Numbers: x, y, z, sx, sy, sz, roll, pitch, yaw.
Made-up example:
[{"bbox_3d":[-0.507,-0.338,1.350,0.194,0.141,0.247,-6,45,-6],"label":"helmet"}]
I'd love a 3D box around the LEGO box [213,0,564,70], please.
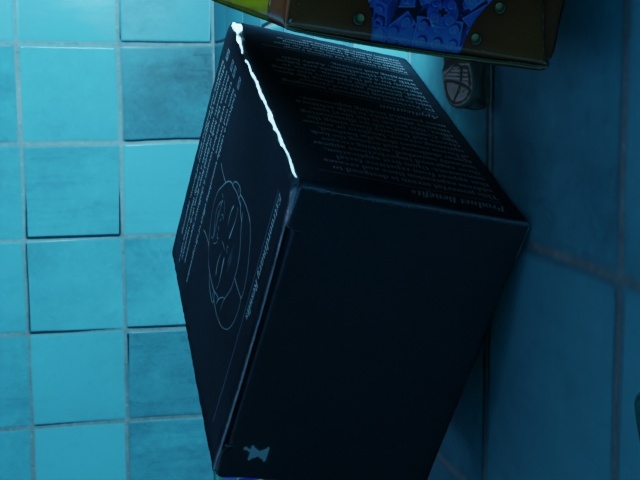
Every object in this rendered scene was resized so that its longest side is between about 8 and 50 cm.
[{"bbox_3d":[0.041,-0.359,0.904,0.500,0.193,0.372,-131,49,-71],"label":"LEGO box"}]

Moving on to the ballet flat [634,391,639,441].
[{"bbox_3d":[0.213,0.165,0.600,0.070,0.070,0.188,-152,57,-76],"label":"ballet flat"}]

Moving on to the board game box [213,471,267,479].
[{"bbox_3d":[-0.023,0.347,1.360,0.047,0.210,0.160,139,128,-74],"label":"board game box"}]

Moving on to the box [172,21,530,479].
[{"bbox_3d":[0.000,0.000,1.094,0.395,0.212,0.293,-111,34,-58],"label":"box"}]

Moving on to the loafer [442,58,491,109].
[{"bbox_3d":[0.131,-0.176,0.984,0.045,0.039,0.125,-6,81,44],"label":"loafer"}]
